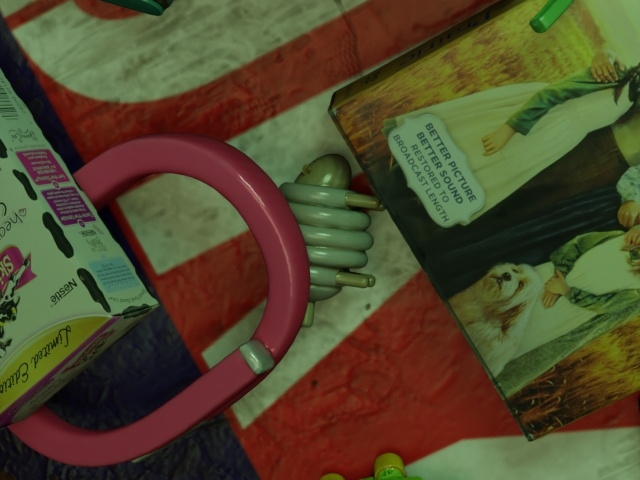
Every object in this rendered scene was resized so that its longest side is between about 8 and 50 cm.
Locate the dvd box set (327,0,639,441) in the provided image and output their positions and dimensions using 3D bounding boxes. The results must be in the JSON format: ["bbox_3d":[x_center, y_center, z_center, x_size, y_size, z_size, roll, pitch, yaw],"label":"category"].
[{"bbox_3d":[0.261,-0.072,1.389,0.420,0.062,0.308,-27,104,15],"label":"dvd box set"}]

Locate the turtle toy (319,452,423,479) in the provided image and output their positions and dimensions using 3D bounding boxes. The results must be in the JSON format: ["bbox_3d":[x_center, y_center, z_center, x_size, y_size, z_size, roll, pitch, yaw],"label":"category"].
[{"bbox_3d":[0.055,0.218,1.496,0.130,0.095,0.066,-20,123,10],"label":"turtle toy"}]

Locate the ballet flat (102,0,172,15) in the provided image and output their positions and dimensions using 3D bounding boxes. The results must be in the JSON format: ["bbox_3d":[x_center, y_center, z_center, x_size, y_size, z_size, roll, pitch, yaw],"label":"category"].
[{"bbox_3d":[-0.195,-0.215,1.426,0.188,0.070,0.070,13,105,0],"label":"ballet flat"}]

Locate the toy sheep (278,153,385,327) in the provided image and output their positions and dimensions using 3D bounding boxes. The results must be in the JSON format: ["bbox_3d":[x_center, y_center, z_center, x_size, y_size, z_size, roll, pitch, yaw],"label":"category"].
[{"bbox_3d":[0.000,0.000,1.443,0.091,0.091,0.132,9,88,3],"label":"toy sheep"}]

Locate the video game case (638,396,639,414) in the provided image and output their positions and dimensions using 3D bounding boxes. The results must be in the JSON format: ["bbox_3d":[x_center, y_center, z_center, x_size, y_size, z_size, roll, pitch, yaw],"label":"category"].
[{"bbox_3d":[0.403,0.214,1.488,0.275,0.035,0.248,-12,102,7],"label":"video game case"}]

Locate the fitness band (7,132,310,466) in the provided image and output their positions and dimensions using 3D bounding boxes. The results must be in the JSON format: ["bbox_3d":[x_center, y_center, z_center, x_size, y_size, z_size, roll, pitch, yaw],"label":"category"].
[{"bbox_3d":[-0.141,0.047,1.441,0.291,0.054,0.209,-36,83,24],"label":"fitness band"}]

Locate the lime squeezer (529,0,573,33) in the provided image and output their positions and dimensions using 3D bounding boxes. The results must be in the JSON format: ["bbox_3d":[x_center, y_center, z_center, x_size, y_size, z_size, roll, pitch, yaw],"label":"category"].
[{"bbox_3d":[0.206,-0.279,1.335,0.059,0.110,0.310,-5,73,42],"label":"lime squeezer"}]

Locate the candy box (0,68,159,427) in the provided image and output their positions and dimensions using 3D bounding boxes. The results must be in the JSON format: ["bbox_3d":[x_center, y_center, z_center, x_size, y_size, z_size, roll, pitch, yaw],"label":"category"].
[{"bbox_3d":[-0.249,0.003,1.423,0.159,0.071,0.233,-40,79,24],"label":"candy box"}]
